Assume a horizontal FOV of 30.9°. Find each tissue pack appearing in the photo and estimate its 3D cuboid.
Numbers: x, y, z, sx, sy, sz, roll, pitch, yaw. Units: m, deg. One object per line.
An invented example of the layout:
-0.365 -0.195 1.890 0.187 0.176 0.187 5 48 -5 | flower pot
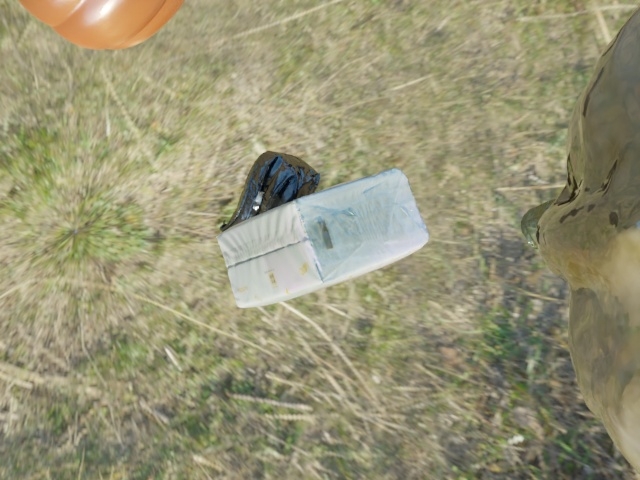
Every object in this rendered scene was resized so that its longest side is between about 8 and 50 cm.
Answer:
0.000 0.000 1.535 0.185 0.225 0.124 -17 88 -33 | tissue pack

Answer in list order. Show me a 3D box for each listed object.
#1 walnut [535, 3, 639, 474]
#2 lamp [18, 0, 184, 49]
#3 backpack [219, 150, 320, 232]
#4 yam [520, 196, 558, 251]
0.177 -0.002 0.388 0.224 0.224 0.224 0 90 -12 | walnut
-0.200 -0.273 1.054 0.187 0.188 0.164 45 113 -9 | lamp
-0.064 -0.050 1.727 0.120 0.105 0.165 43 116 30 | backpack
0.299 -0.027 1.289 0.069 0.146 0.070 19 62 -39 | yam
